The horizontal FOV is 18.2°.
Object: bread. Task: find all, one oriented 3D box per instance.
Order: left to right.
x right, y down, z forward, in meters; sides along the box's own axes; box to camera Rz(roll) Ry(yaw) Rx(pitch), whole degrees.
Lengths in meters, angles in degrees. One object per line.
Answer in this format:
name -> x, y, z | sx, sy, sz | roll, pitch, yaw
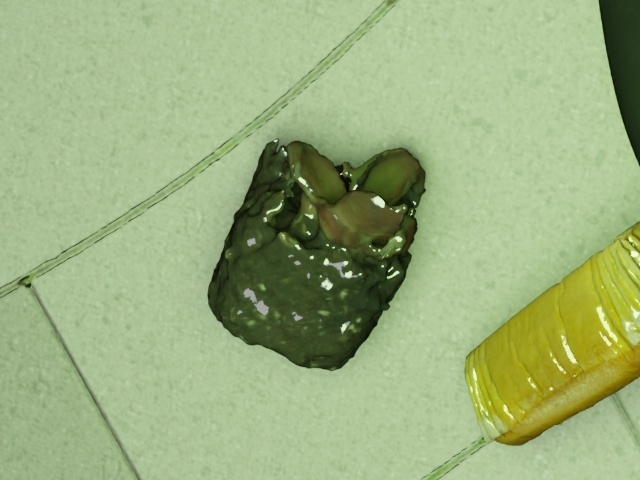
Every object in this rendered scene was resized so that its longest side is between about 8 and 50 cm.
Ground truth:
bread -> 0.253, 0.085, 1.856 | 0.119, 0.152, 0.288 | 56, 136, 9

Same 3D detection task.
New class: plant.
plant -> 0.000, 0.000, 1.932 | 0.178, 0.204, 0.234 | 24, 116, 0

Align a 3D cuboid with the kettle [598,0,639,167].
kettle -> 0.355, -0.132, 1.721 | 0.207, 0.268, 0.290 | -3, 74, 1
